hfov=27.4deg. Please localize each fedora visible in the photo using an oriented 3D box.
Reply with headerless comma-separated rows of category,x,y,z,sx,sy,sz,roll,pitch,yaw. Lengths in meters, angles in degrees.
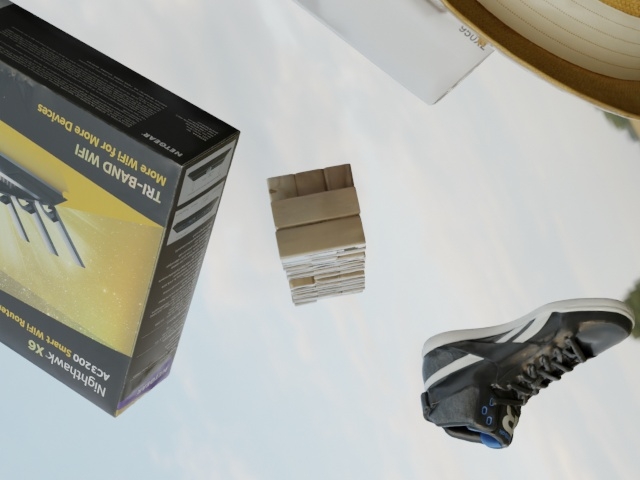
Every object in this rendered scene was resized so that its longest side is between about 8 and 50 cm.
fedora,0.108,-0.133,0.514,0.194,0.079,0.194,21,-136,-22

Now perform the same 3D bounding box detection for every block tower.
block tower,0.000,0.000,1.464,0.335,0.097,0.091,90,170,-79

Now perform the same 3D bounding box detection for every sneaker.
sneaker,0.199,0.136,1.251,0.079,0.217,0.121,45,-142,-43

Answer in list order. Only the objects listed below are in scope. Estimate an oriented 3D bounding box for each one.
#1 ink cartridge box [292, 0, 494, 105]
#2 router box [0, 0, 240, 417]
ink cartridge box,0.072,-0.405,1.766,0.285,0.166,0.395,32,-153,-31
router box,-0.232,-0.044,1.014,0.309,0.243,0.081,30,-145,16
